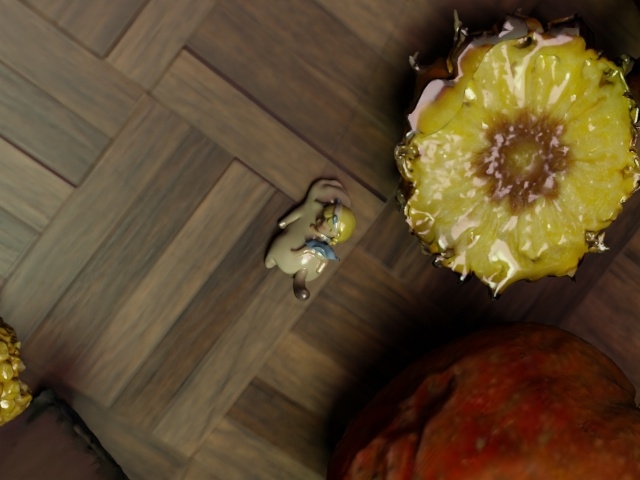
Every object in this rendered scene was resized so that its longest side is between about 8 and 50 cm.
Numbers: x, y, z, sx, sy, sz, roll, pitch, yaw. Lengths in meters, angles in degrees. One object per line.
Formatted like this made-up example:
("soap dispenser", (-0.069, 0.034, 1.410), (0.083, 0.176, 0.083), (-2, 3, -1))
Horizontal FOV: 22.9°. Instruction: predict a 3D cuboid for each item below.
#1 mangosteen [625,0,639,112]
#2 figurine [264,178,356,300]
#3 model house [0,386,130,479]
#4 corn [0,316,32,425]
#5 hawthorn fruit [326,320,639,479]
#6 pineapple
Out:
("mangosteen", (0.332, -0.203, 1.059), (0.306, 0.307, 0.347), (-9, 140, -19))
("figurine", (0.000, 0.000, 1.121), (0.047, 0.050, 0.083), (22, 101, -33))
("model house", (-0.172, 0.273, 1.055), (0.202, 0.237, 0.237), (-37, 124, -14))
("corn", (-0.322, 0.087, 0.991), (0.293, 0.106, 0.106), (1, 109, -23))
("hawthorn fruit", (0.133, 0.182, 1.144), (0.261, 0.258, 0.258), (-6, 114, 6))
("pineapple", (0.136, -0.067, 1.136), (0.224, 0.076, 0.225), (-8, 110, -22))
